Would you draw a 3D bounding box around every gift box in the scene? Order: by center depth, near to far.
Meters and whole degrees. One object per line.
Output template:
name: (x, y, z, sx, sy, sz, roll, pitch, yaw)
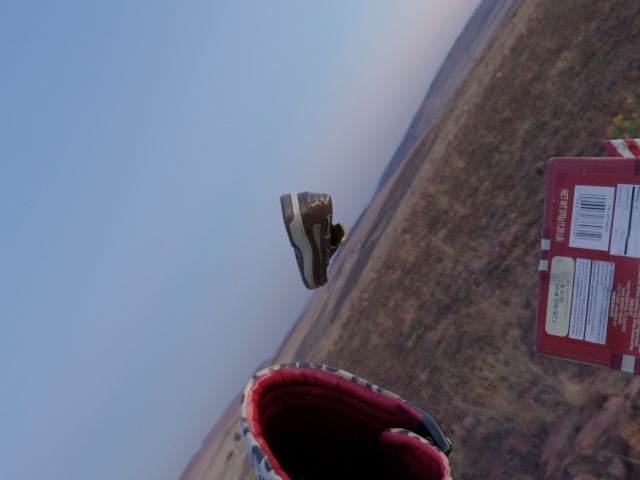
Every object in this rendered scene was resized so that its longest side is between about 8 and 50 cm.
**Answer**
gift box: (0.381, 0.008, 0.714, 0.258, 0.276, 0.255, -4, -76, -52)

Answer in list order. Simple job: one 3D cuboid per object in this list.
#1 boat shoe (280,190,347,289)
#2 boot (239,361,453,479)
boat shoe: (0.001, 0.007, 1.062, 0.257, 0.095, 0.095, 75, -178, -61)
boot: (0.077, 0.280, 0.509, 0.138, 0.377, 0.284, -33, -45, -30)
